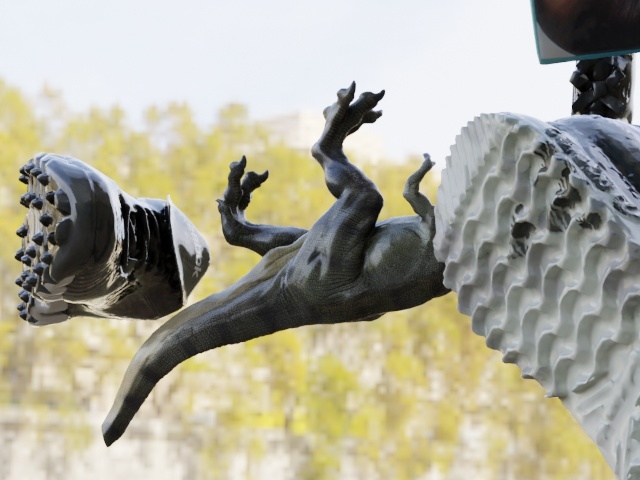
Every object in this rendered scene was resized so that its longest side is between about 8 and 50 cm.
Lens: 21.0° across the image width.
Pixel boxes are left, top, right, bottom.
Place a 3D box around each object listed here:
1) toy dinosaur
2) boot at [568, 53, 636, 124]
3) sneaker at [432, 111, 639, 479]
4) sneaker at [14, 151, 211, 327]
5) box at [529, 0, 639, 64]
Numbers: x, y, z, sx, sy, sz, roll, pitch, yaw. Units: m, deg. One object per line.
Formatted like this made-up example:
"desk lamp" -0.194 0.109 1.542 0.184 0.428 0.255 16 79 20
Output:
"toy dinosaur" 0.000 0.000 0.843 0.268 0.118 0.064 -21 -28 11
"boot" 0.163 -0.071 0.989 0.045 0.099 0.121 0 -9 13
"sneaker" 0.166 0.055 0.592 0.146 0.293 0.102 -2 -46 -30
"sneaker" -0.109 0.001 0.930 0.106 0.078 0.234 -2 -10 -11
"box" 0.101 -0.183 0.535 0.100 0.244 0.060 -6 23 10
